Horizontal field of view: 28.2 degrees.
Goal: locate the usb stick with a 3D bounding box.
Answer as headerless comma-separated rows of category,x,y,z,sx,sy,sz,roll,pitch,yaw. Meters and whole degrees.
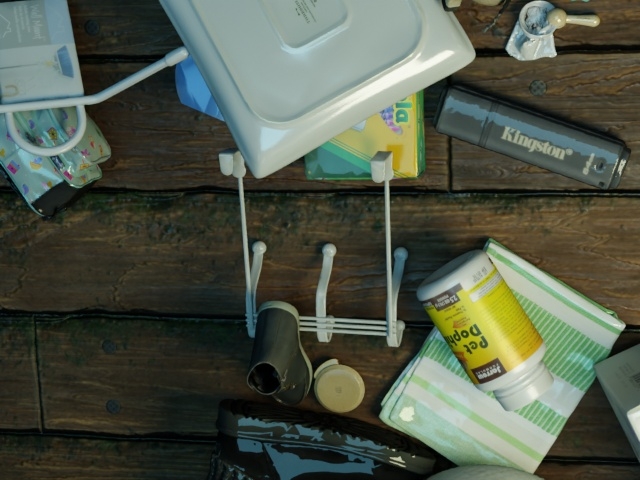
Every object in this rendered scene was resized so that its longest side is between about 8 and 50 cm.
usb stick,0.294,-0.147,1.790,0.278,0.045,0.077,20,104,8

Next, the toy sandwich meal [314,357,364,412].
toy sandwich meal,0.027,0.221,1.936,0.085,0.029,0.086,2,104,8

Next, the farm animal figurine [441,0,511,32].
farm animal figurine,0.171,-0.432,1.616,0.330,0.172,0.327,-28,88,-14

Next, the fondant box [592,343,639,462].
fondant box,0.499,0.321,1.725,0.096,0.238,0.330,-26,98,6

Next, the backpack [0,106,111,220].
backpack,-0.414,-0.146,1.889,0.144,0.166,0.188,-43,93,14

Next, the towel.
towel,0.264,0.191,1.871,0.248,0.038,0.325,31,106,4

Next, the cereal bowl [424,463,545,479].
cereal bowl,0.250,0.467,1.863,0.339,0.141,0.339,5,112,11

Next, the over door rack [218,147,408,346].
over door rack,0.000,0.000,1.840,0.239,0.108,0.324,2,122,13

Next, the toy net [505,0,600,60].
toy net,0.341,-0.338,1.740,0.232,0.045,0.122,-36,92,17

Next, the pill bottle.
pill bottle,0.236,0.128,1.783,0.117,0.117,0.215,-32,94,17

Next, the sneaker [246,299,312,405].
sneaker,-0.068,0.200,1.862,0.083,0.118,0.222,3,138,13

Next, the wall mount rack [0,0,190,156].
wall mount rack,-0.357,-0.303,1.808,0.304,0.130,0.350,-8,66,-13

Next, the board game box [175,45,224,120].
board game box,-0.127,-0.243,1.875,0.168,0.033,0.133,23,100,2

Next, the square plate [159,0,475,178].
square plate,-0.020,-0.314,1.711,0.344,0.049,0.347,-29,85,3

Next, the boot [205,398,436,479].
boot,-0.018,0.393,1.903,0.348,0.131,0.260,11,96,4

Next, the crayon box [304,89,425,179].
crayon box,0.061,-0.229,1.807,0.165,0.081,0.278,0,101,13
